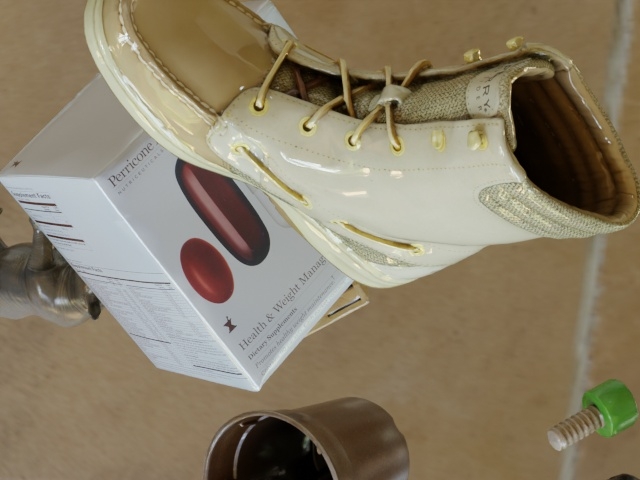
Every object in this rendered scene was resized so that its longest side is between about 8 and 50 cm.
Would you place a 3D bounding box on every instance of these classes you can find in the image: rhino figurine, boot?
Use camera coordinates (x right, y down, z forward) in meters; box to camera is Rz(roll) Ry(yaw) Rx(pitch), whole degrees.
[{"bbox_3d":[-0.249,0.027,1.631,0.073,0.243,0.106,-8,99,-50],"label":"rhino figurine"},{"bbox_3d":[0.022,-0.072,0.914,0.262,0.203,0.095,41,60,-25],"label":"boot"}]

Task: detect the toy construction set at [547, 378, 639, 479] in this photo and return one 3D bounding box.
[{"bbox_3d":[0.349,0.176,1.090,0.237,0.309,0.257,-25,95,-21],"label":"toy construction set"}]

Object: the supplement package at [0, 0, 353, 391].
[{"bbox_3d":[-0.080,-0.035,1.275,0.194,0.149,0.203,-49,118,-23],"label":"supplement package"}]

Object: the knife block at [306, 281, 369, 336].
[{"bbox_3d":[0.000,0.000,2.006,0.088,0.242,0.276,-29,64,11],"label":"knife block"}]

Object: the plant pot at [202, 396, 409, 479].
[{"bbox_3d":[-0.003,0.235,1.761,0.165,0.167,0.167,-13,99,-55],"label":"plant pot"}]
